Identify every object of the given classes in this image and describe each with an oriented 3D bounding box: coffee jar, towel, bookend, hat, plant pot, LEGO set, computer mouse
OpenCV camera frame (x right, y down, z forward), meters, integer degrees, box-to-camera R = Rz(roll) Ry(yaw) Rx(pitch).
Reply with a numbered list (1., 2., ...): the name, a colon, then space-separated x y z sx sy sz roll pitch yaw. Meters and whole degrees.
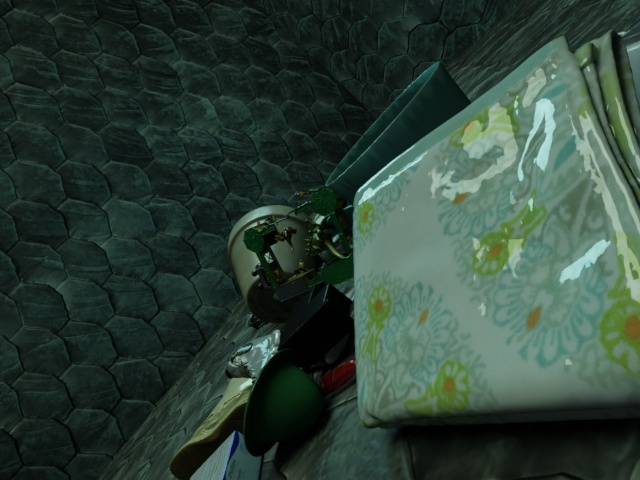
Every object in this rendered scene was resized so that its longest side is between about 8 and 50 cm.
1. coffee jar: 0.050 0.031 1.196 0.079 0.096 0.184 -48 8 -13
2. towel: 0.152 0.016 0.432 0.374 0.090 0.321 -37 41 51
3. bookend: 0.004 0.143 0.811 0.156 0.072 0.157 -48 10 25
4. hat: -0.002 0.277 0.664 0.173 0.183 0.209 -42 -43 -53
5. plant pot: -0.133 0.092 1.281 0.323 0.323 0.280 -46 25 17
6. plant pot: 0.193 -0.136 0.777 0.293 0.235 0.293 -48 9 10
7. LEGO set: 0.000 0.000 0.990 0.331 0.255 0.192 -35 -3 33
8. computer mouse: -0.197 0.237 1.641 0.184 0.060 0.262 -35 27 40
9. towel: -0.001 0.206 0.928 0.285 0.034 0.209 -39 15 53

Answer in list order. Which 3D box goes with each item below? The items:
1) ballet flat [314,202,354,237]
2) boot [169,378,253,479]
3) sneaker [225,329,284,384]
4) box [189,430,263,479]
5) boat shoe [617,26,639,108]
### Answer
1. ballet flat: 0.051 -0.088 1.485 0.400 0.139 0.139 -43 11 46
2. boot: -0.213 0.398 0.935 0.262 0.095 0.203 -46 10 9
3. sneaker: -0.135 0.284 0.848 0.132 0.086 0.229 -13 25 5
4. box: -0.171 0.426 0.703 0.137 0.072 0.126 -48 9 8
5. boat shoe: 0.413 -0.241 0.589 0.102 0.108 0.301 -37 9 -3
